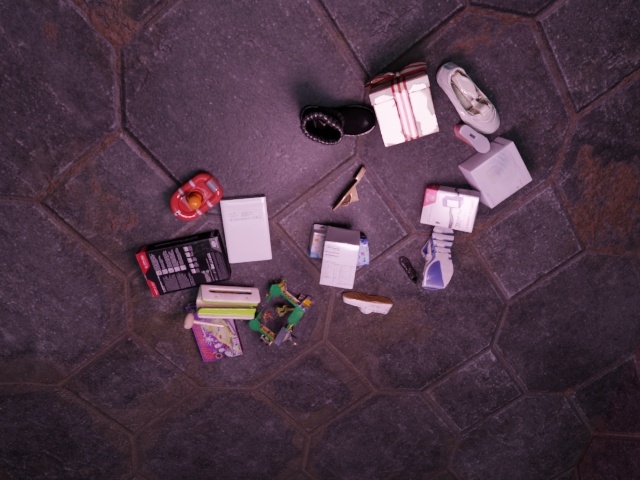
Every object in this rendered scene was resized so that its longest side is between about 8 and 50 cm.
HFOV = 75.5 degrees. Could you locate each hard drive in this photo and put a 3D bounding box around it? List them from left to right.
[{"bbox_3d":[-0.339,-0.050,1.907,0.202,0.040,0.308,-6,114,-6],"label":"hard drive"}]

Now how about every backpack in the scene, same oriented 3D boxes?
[{"bbox_3d":[0.139,0.051,1.980,0.173,0.117,0.159,-4,113,-4],"label":"backpack"}]

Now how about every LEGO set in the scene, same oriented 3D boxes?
[{"bbox_3d":[-0.181,0.353,2.063,0.254,0.192,0.332,28,106,12],"label":"LEGO set"}]

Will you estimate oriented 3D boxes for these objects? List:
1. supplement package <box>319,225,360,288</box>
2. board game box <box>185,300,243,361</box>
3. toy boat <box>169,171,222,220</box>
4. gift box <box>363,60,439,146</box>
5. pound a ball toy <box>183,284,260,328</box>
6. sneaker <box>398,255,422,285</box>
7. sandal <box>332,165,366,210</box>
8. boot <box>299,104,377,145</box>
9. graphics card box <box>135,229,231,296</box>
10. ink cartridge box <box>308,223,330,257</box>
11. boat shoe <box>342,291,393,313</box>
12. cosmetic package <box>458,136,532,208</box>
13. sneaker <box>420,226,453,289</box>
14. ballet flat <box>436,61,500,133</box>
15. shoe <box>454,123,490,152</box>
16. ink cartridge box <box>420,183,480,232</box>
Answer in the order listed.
[{"bbox_3d":[0.087,0.071,1.824,0.149,0.194,0.203,8,112,3],"label":"supplement package"},{"bbox_3d":[-0.532,0.451,2.095,0.207,0.056,0.347,-10,115,1],"label":"board game box"},{"bbox_3d":[-0.536,-0.175,1.763,0.231,0.151,0.151,-35,113,7],"label":"toy boat"},{"bbox_3d":[0.324,-0.563,1.673,0.254,0.276,0.258,-16,119,13],"label":"gift box"},{"bbox_3d":[-0.471,0.306,1.957,0.318,0.136,0.208,6,126,-25],"label":"pound a ball toy"},{"bbox_3d":[0.458,0.160,2.087,0.051,0.089,0.170,-33,114,7],"label":"sneaker"},{"bbox_3d":[0.152,-0.216,1.880,0.079,0.088,0.240,32,101,-13],"label":"sandal"},{"bbox_3d":[0.082,-0.467,1.665,0.347,0.260,0.131,-2,114,-7],"label":"boot"},{"bbox_3d":[-0.619,0.105,1.905,0.370,0.094,0.233,-13,114,-1],"label":"graphics card box"},{"bbox_3d":[0.000,0.000,1.951,0.092,0.090,0.143,6,113,-10],"label":"ink cartridge box"},{"bbox_3d":[0.236,0.334,2.126,0.276,0.098,0.096,12,110,-15],"label":"boat shoe"},{"bbox_3d":[0.803,-0.313,1.907,0.224,0.138,0.224,-36,113,9],"label":"cosmetic package"},{"bbox_3d":[0.561,0.093,2.006,0.127,0.182,0.316,13,75,2],"label":"sneaker"},{"bbox_3d":[0.649,-0.592,1.766,0.400,0.139,0.139,39,103,-21],"label":"ballet flat"},{"bbox_3d":[0.678,-0.461,1.852,0.177,0.081,0.064,32,106,-16],"label":"shoe"},{"bbox_3d":[0.601,-0.151,1.912,0.236,0.100,0.172,13,115,19],"label":"ink cartridge box"}]
